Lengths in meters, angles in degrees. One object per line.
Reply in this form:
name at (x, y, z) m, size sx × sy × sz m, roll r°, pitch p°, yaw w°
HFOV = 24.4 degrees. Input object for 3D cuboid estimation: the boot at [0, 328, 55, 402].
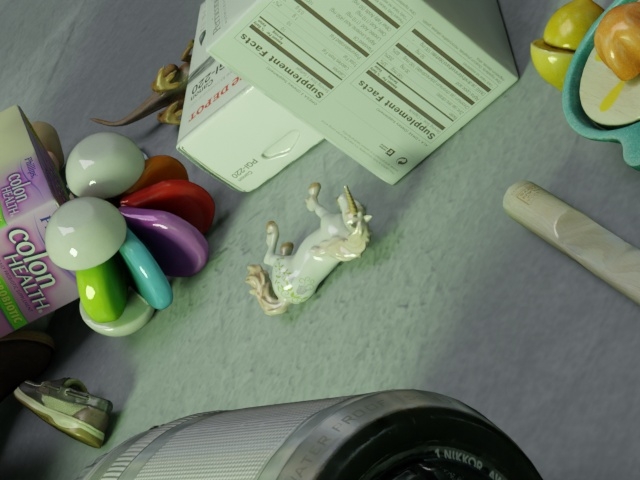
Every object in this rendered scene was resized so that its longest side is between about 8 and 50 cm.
boot at (-0.364, 0.218, 1.504) m, size 0.248 × 0.090 × 0.207 m, roll -25°, pitch 57°, yaw 10°

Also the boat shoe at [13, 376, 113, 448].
boat shoe at (-0.238, 0.155, 1.397) m, size 0.152 × 0.056 × 0.049 m, roll 17°, pitch 70°, yaw 51°

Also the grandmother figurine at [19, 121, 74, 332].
grandmother figurine at (-0.351, 0.000, 1.674) m, size 0.208 × 0.104 × 0.342 m, roll -41°, pitch 31°, yaw 14°

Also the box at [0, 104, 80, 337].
box at (-0.372, 0.005, 1.509) m, size 0.243 × 0.117 × 0.213 m, roll -28°, pitch 37°, yaw -4°

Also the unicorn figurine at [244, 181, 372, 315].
unicorn figurine at (0.000, 0.000, 1.197) m, size 0.162 × 0.060 × 0.111 m, roll -61°, pitch 25°, yaw 26°

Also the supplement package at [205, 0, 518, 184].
supplement package at (0.025, -0.216, 1.220) m, size 0.145 × 0.204 × 0.262 m, roll -41°, pitch 32°, yaw 26°

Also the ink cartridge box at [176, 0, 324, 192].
ink cartridge box at (-0.045, -0.175, 1.403) m, size 0.158 × 0.092 × 0.218 m, roll -35°, pitch 36°, yaw 34°

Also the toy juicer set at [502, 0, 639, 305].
toy juicer set at (0.193, -0.117, 0.980) m, size 0.209 × 0.089 × 0.329 m, roll 3°, pitch 63°, yaw 57°

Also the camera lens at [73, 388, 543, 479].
camera lens at (-0.014, 0.200, 0.825) m, size 0.274 × 0.219 × 0.219 m, roll -15°, pitch 48°, yaw 50°

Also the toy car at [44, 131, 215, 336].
toy car at (-0.167, -0.005, 1.386) m, size 0.136 × 0.159 × 0.182 m, roll -1°, pitch 50°, yaw 13°

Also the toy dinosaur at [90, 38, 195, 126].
toy dinosaur at (-0.167, -0.161, 1.625) m, size 0.211 × 0.064 × 0.112 m, roll -37°, pitch 14°, yaw 14°

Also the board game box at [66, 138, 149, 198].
board game box at (-0.228, -0.067, 1.614) m, size 0.090 × 0.020 × 0.090 m, roll -36°, pitch 27°, yaw -6°
